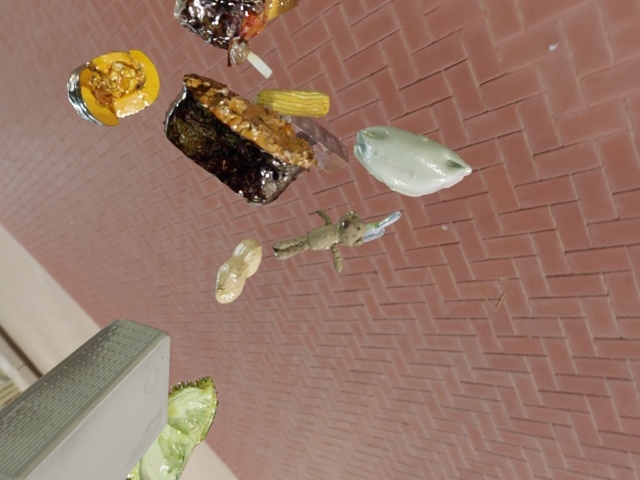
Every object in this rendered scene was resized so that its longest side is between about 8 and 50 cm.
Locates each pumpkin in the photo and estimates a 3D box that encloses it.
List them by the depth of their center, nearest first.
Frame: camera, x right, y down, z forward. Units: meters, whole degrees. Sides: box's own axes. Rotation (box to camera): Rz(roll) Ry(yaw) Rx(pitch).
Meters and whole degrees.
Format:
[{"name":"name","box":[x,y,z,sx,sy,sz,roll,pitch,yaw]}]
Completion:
[{"name":"pumpkin","box":[-0.409,-0.291,0.860,0.107,0.183,0.119,0,125,32]}]

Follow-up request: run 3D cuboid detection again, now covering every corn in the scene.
[{"name":"corn","box":[-0.080,-0.401,1.291,0.080,0.231,0.080,12,103,64]}]

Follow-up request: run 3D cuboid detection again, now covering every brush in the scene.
[{"name":"brush","box":[-0.228,-0.607,1.467,0.033,0.030,0.178,-36,136,19]}]

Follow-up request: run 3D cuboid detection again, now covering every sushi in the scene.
[{"name":"sushi","box":[-0.153,-0.504,0.813,0.181,0.196,0.343,17,108,-16]},{"name":"sushi","box":[-0.193,-0.254,1.077,0.348,0.234,0.207,33,121,-23]}]

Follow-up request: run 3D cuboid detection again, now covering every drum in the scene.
[{"name":"drum","box":[0.238,-0.055,1.698,0.253,0.130,0.049,-28,75,45]}]

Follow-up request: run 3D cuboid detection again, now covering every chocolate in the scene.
[{"name":"chocolate","box":[-0.035,-0.376,1.679,0.112,0.112,0.321,-27,140,35]}]

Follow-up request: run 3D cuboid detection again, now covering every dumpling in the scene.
[{"name":"dumpling","box":[0.164,-0.141,0.821,0.216,0.149,0.105,19,95,15]}]

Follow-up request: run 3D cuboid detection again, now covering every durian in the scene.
[{"name":"durian","box":[-0.421,0.536,1.235,0.198,0.394,0.163,35,138,3]}]

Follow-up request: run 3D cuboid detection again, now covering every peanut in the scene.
[{"name":"peanut","box":[-0.208,0.076,1.126,0.082,0.187,0.082,19,143,15]}]

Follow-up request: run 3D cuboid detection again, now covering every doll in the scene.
[{"name":"doll","box":[-0.001,-0.016,1.422,0.285,0.203,0.091,7,155,17]}]

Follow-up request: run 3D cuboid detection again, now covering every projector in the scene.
[{"name":"projector","box":[-0.295,0.240,0.543,0.099,0.257,0.192,14,116,10]}]

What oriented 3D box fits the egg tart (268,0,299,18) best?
[{"name":"egg tart","box":[-0.132,-0.617,1.054,0.147,0.203,0.203,-7,119,6]}]
